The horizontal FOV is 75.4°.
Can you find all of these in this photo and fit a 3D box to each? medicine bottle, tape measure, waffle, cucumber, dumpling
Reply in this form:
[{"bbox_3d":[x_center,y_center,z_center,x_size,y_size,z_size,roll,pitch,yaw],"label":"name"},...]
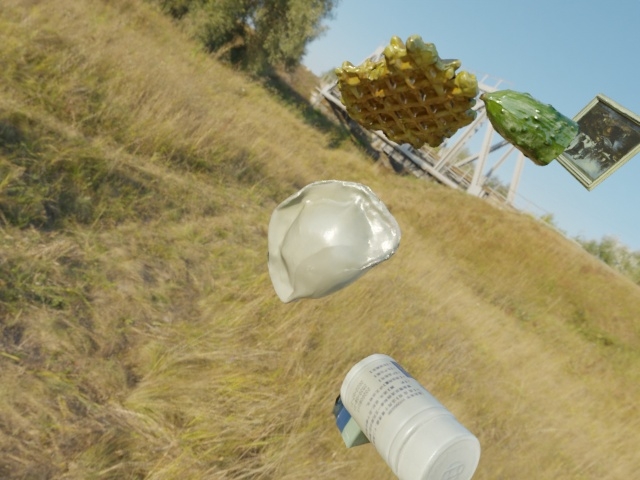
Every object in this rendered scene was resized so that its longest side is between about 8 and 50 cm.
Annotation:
[{"bbox_3d":[0.206,0.444,1.009,0.190,0.189,0.332,31,2,-33],"label":"medicine bottle"},{"bbox_3d":[0.199,0.560,1.387,0.262,0.259,0.138,4,39,-24],"label":"tape measure"},{"bbox_3d":[0.164,-0.290,0.836,0.282,0.058,0.301,26,-16,-15],"label":"waffle"},{"bbox_3d":[0.489,-0.294,1.012,0.245,0.134,0.134,29,16,-11],"label":"cucumber"},{"bbox_3d":[-0.002,0.001,1.007,0.181,0.341,0.260,-25,87,-41],"label":"dumpling"}]

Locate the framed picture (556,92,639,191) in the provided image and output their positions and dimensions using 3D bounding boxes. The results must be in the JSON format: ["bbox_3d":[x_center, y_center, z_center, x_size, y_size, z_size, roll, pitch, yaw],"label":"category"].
[{"bbox_3d":[0.844,-0.313,1.278,0.019,0.232,0.296,27,32,-24],"label":"framed picture"}]
